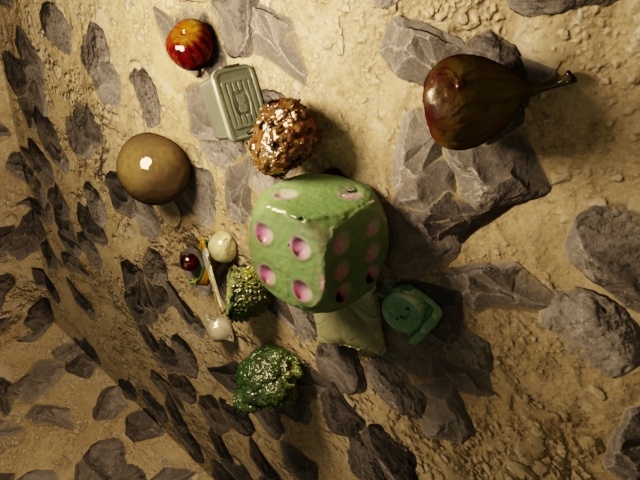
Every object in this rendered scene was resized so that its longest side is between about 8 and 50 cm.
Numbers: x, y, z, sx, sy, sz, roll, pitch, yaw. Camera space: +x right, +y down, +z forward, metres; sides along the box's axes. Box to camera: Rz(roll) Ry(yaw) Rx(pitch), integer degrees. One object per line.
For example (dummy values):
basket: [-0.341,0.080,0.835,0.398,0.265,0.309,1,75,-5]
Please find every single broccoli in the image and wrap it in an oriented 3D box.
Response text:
broccoli: [-0.282,0.198,2.083,0.180,0.273,0.243,10,119,-14]
broccoli: [-0.205,0.581,2.128,0.321,0.304,0.283,-6,138,46]

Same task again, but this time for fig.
fig: [-0.426,-0.624,1.743,0.148,0.149,0.202,3,126,25]
fig: [0.390,-0.311,1.157,0.320,0.217,0.217,-3,111,20]

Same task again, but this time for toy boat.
toy boat: [-0.486,0.107,2.225,0.088,0.089,0.230,27,112,1]

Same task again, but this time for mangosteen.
mangosteen: [-0.580,0.093,2.321,0.081,0.081,0.081,21,125,34]

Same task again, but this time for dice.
dice: [0.000,0.000,1.561,0.330,0.318,0.323,20,125,35]

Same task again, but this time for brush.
brush: [-0.432,0.142,2.088,0.085,0.020,0.337,120,135,-56]

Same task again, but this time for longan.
longan: [-0.657,-0.281,2.056,0.297,0.297,0.297,21,125,34]

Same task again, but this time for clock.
clock: [0.255,0.210,1.613,0.211,0.066,0.159,39,132,13]

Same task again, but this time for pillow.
pillow: [0.089,0.251,1.793,0.280,0.076,0.275,4,115,34]

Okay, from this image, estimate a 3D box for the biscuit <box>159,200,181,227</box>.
biscuit: [-0.665,-0.127,2.319,0.152,0.020,0.152,20,123,34]

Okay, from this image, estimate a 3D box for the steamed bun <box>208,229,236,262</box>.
steamed bun: [-0.402,0.029,2.110,0.112,0.091,0.130,23,126,35]

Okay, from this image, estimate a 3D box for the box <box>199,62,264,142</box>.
box: [-0.288,-0.441,1.714,0.135,0.163,0.244,6,117,50]

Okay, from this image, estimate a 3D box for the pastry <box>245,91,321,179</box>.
pastry: [-0.101,-0.302,1.574,0.274,0.192,0.275,-18,68,52]

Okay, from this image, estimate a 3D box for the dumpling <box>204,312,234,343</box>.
dumpling: [-0.459,0.398,2.362,0.188,0.108,0.127,44,161,-7]
